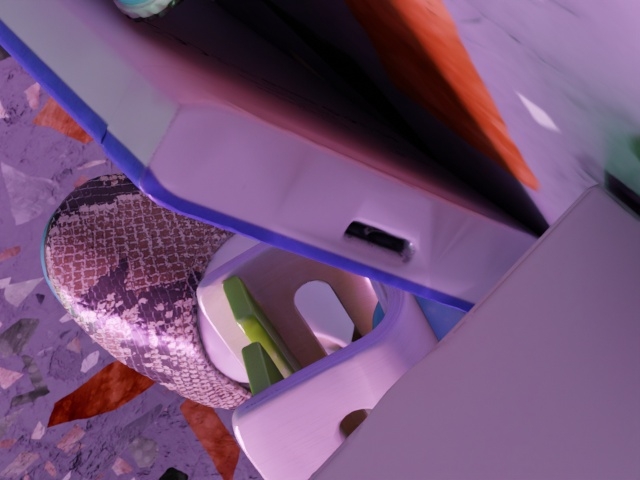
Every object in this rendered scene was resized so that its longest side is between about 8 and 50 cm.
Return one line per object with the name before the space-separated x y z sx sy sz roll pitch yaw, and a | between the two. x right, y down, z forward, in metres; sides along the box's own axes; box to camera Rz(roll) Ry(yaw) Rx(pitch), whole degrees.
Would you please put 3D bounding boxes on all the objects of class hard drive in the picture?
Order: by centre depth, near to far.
hard drive | -0.059 -0.076 0.568 0.210 0.040 0.319 20 -165 -42

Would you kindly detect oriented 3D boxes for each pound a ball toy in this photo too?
pound a ball toy | 0.073 0.156 0.717 0.319 0.136 0.208 58 -175 -35

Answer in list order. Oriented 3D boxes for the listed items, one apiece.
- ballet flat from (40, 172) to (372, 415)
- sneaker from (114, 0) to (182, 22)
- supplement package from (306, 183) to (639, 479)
ballet flat | -0.007 0.087 1.032 0.182 0.164 0.483 8 158 38
sneaker | -0.073 -0.130 0.442 0.073 0.063 0.162 52 173 -37
supplement package | 0.113 0.140 0.469 0.175 0.177 0.293 43 177 23
